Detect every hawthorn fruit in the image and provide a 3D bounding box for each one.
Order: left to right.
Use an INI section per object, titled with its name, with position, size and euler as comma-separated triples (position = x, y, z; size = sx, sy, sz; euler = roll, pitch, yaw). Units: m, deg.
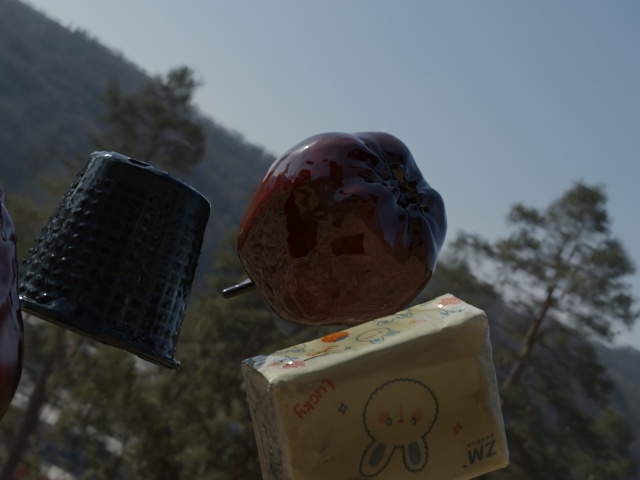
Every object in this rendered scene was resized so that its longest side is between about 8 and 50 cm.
[hawthorn fruit]
position = 0.000, 0.000, 1.265
size = 0.208, 0.248, 0.208
euler = 39, 35, -35

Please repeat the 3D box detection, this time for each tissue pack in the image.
[tissue pack]
position = 0.048, 0.142, 1.005
size = 0.196, 0.148, 0.092
euler = -18, 18, -21

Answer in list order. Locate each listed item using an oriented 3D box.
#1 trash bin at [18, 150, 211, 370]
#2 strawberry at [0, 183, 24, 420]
[trash bin]
position = -0.177, 0.013, 1.094
size = 0.175, 0.161, 0.175
euler = 23, -8, 3
[strawberry]
position = -0.273, -0.056, 0.516
size = 0.310, 0.292, 0.291
euler = 21, 2, -36
